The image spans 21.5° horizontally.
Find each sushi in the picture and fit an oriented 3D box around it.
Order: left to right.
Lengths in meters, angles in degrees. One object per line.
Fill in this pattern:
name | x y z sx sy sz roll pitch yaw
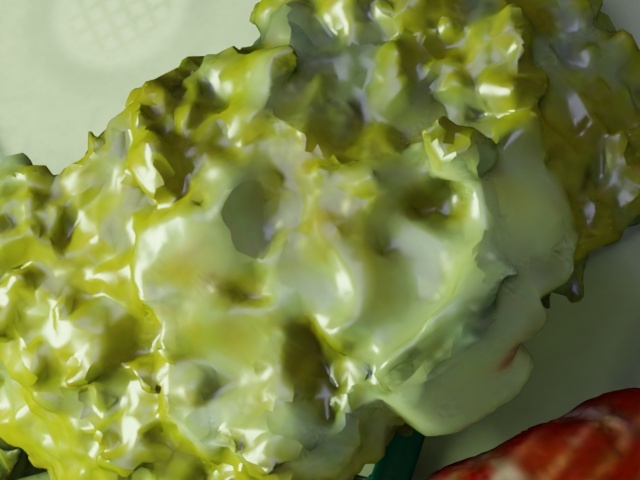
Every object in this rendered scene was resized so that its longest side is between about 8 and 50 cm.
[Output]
sushi | 0.000 0.000 0.896 0.396 0.351 0.240 -39 86 -4

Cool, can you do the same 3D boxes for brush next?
brush | 0.041 0.147 1.109 0.032 0.043 0.193 4 67 36

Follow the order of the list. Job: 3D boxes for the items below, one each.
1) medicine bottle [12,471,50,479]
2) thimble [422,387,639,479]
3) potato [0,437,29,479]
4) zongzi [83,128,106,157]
medicine bottle | -0.223 0.235 1.049 0.322 0.151 0.151 -14 63 -7
thimble | 0.136 0.232 0.872 0.350 0.350 0.230 -28 67 4
potato | -0.276 0.083 1.172 0.169 0.143 0.248 -11 64 0
zongzi | -0.166 -0.018 1.127 0.274 0.125 0.250 18 61 -23
